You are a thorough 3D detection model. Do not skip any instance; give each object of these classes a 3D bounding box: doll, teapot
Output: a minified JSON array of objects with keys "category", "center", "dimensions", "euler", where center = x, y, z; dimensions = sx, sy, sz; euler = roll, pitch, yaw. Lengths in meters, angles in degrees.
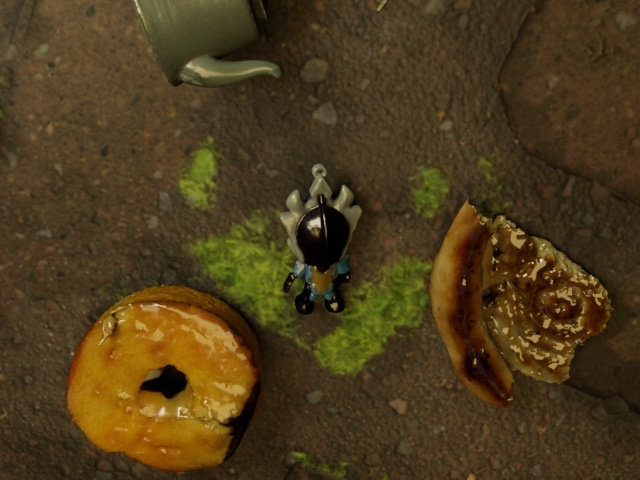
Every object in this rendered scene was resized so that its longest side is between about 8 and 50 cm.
[{"category":"doll","center":[0.000,0.000,1.162],"dimensions":[0.095,0.070,0.195],"euler":[-6,122,-10]},{"category":"teapot","center":[-0.112,-0.266,1.016],"dimensions":[0.148,0.162,0.239],"euler":[-18,82,3]}]

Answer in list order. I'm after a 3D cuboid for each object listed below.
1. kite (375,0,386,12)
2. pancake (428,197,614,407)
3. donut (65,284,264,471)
[{"category":"kite","center":[0.091,-0.275,1.066],"dimensions":[0.044,0.002,0.078],"euler":[17,113,-3]},{"category":"pancake","center":[0.213,0.089,1.190],"dimensions":[0.257,0.056,0.212],"euler":[35,112,-11]},{"category":"donut","center":[-0.188,0.171,1.227],"dimensions":[0.253,0.118,0.254],"euler":[1,112,2]}]
